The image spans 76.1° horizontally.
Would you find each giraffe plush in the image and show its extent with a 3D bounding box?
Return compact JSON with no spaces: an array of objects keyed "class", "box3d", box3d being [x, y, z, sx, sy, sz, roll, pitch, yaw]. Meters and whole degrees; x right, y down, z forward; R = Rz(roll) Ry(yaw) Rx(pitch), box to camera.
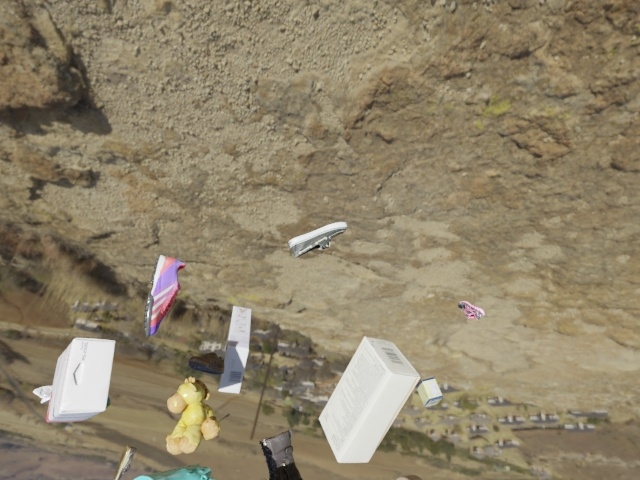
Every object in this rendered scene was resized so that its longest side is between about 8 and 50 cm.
[{"class":"giraffe plush","box3d":[-0.389,0.511,1.240,0.181,0.210,0.171,-22,91,33]}]

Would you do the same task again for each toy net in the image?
[{"class":"toy net","box3d":[-0.789,0.504,1.277,0.231,0.122,0.045,5,101,1]}]

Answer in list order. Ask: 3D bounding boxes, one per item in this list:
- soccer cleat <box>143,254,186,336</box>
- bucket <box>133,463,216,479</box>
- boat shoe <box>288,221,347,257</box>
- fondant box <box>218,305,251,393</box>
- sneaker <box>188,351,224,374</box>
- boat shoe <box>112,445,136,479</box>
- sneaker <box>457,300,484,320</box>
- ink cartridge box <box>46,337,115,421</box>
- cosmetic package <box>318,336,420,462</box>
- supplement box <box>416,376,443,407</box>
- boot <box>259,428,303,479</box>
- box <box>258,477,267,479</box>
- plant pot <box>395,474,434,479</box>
[{"class":"soccer cleat","box3d":[-0.593,0.209,1.551,0.116,0.319,0.108,14,147,-23]},{"class":"bucket","box3d":[-0.429,0.785,1.142,0.280,0.282,0.183,-17,152,35]},{"class":"boat shoe","box3d":[0.000,0.000,1.431,0.219,0.070,0.078,-21,167,-11]},{"class":"fondant box","box3d":[-0.385,0.488,1.868,0.096,0.330,0.239,11,110,-12]},{"class":"sneaker","box3d":[-0.425,0.447,1.521,0.066,0.071,0.188,-16,146,15]},{"class":"boat shoe","box3d":[-0.809,0.932,1.689,0.049,0.153,0.056,27,169,-31]},{"class":"sneaker","box3d":[0.609,0.291,1.677,0.119,0.057,0.047,22,151,52]},{"class":"ink cartridge box","box3d":[-0.620,0.365,1.055,0.100,0.172,0.237,15,148,-35]},{"class":"cosmetic package","box3d":[0.129,0.447,1.149,0.113,0.160,0.310,17,108,-29]},{"class":"supplement box","box3d":[0.429,0.598,1.609,0.056,0.083,0.083,-9,142,-13]},{"class":"boot","box3d":[-0.187,0.877,1.565,0.262,0.229,0.091,-9,162,-47]},{"class":"box","box3d":[-0.175,0.856,1.261,0.147,0.121,0.311,-10,168,-30]},{"class":"plant pot","box3d":[0.406,0.942,1.417,0.229,0.263,0.263,-2,150,-19]}]
